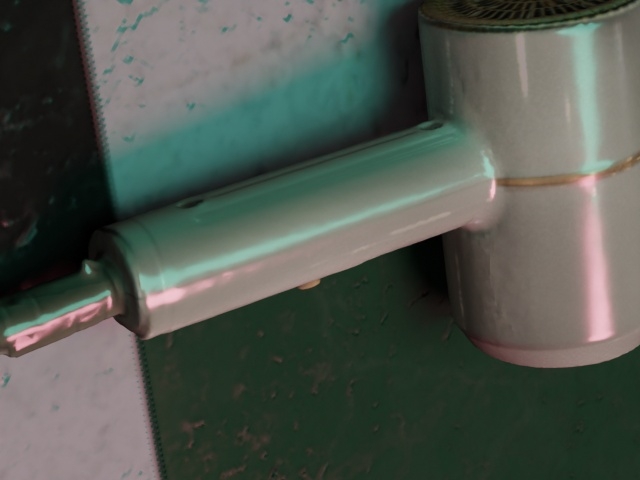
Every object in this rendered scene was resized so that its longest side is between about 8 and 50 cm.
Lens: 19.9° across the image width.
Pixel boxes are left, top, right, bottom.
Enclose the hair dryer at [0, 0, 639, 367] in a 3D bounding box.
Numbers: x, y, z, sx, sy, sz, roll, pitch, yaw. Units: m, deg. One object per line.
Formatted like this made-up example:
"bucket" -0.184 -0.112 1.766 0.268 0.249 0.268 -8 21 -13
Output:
"hair dryer" 0.000 0.000 0.805 0.357 0.107 0.173 -18 112 -26
